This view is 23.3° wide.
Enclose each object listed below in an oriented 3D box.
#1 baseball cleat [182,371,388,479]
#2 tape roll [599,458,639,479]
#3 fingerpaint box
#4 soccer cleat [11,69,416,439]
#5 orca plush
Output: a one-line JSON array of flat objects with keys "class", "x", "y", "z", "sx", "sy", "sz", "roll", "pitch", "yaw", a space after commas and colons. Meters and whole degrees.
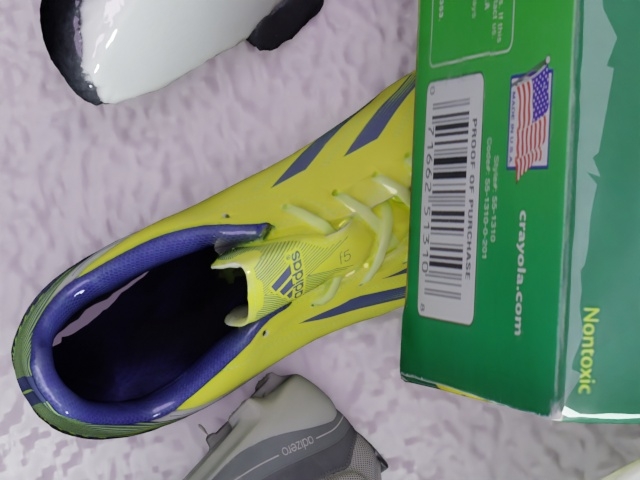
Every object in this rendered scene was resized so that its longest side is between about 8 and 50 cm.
[{"class": "baseball cleat", "x": -0.036, "y": 0.143, "z": 0.655, "sx": 0.109, "sy": 0.072, "sz": 0.206, "roll": 42, "pitch": 53, "yaw": 0}, {"class": "tape roll", "x": 0.181, "y": 0.213, "z": 0.582, "sx": 0.286, "sy": 0.100, "sz": 0.286, "roll": 1, "pitch": 71, "yaw": -3}, {"class": "fingerpaint box", "x": 0.238, "y": -0.153, "z": 0.618, "sx": 0.371, "sy": 0.163, "sz": 0.444, "roll": 3, "pitch": 91, "yaw": -18}, {"class": "soccer cleat", "x": 0.000, "y": 0.001, "z": 0.672, "sx": 0.289, "sy": 0.121, "sz": 0.093, "roll": -29, "pitch": 92, "yaw": -2}, {"class": "orca plush", "x": -0.034, "y": -0.190, "z": 0.680, "sx": 0.102, "sy": 0.151, "sz": 0.287, "roll": 36, "pitch": 93, "yaw": 28}]
